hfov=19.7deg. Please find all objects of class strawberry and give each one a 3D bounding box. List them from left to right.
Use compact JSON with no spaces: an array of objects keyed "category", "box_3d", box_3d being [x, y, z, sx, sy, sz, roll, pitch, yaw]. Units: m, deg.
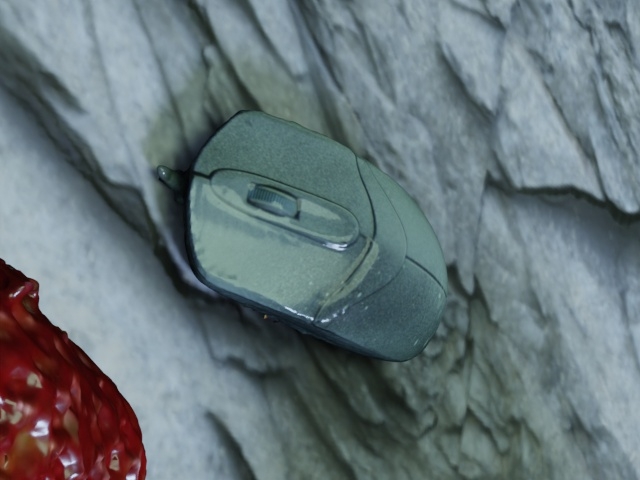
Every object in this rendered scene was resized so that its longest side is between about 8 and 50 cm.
[{"category":"strawberry","box_3d":[-0.173,0.097,0.834,0.244,0.205,0.205,13,74,-59]}]

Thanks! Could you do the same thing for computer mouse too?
[{"category":"computer mouse","box_3d":[0.005,0.000,1.085,0.229,0.068,0.113,28,64,-37]}]
